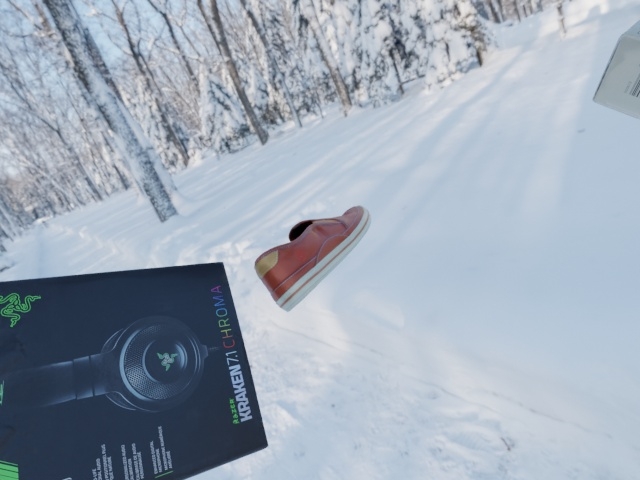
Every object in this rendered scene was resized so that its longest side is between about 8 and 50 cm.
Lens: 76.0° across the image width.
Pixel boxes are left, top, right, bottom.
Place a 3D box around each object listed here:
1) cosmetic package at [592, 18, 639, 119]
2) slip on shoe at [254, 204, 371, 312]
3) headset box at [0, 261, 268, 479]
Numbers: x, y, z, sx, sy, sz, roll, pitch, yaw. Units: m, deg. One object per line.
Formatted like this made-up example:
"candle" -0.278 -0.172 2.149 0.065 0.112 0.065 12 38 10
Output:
"cosmetic package" 0.567 -0.293 0.587 0.309 0.113 0.160 -38 57 -17
"slip on shoe" 0.000 0.000 0.726 0.123 0.101 0.331 -46 -3 36
"headset box" -0.240 0.168 0.482 0.283 0.246 0.131 -3 -26 -34
